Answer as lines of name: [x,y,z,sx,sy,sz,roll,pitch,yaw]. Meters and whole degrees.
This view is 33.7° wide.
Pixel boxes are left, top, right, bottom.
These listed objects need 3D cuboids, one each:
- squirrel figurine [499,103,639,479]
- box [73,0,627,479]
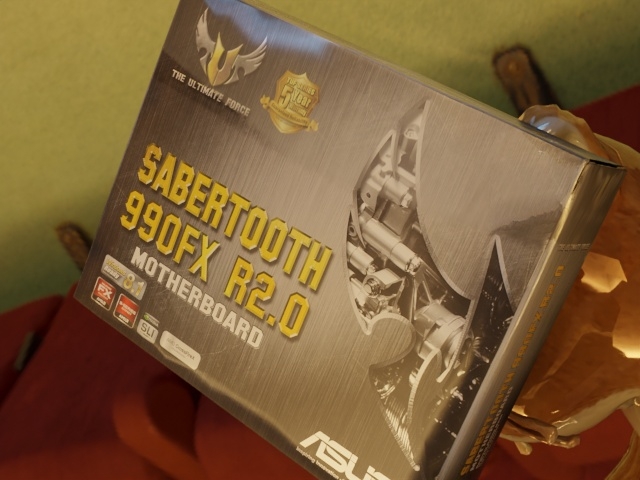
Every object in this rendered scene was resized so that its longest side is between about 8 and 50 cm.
squirrel figurine: [0.256,0.022,0.560,0.370,0.281,0.397,34,95,8]
box: [0.000,0.000,0.504,0.231,0.056,0.183,31,107,29]
